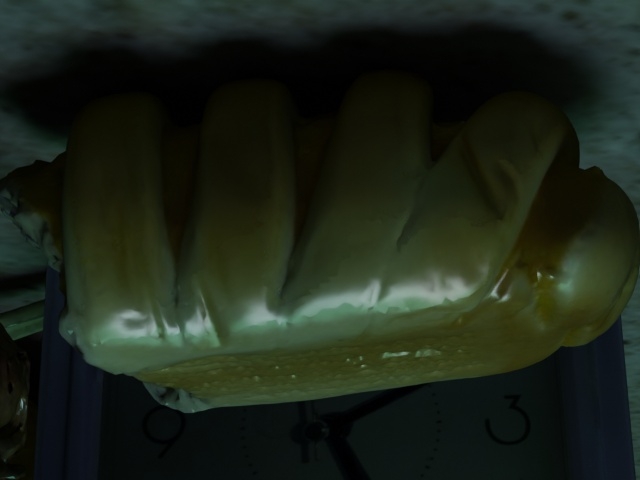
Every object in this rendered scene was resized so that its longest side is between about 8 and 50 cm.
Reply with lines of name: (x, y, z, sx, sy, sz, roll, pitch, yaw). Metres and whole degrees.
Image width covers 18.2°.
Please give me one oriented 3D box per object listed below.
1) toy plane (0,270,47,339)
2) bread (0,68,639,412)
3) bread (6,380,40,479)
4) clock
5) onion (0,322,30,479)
toy plane: (-0.208, 0.061, 0.721, 0.229, 0.092, 0.244, -11, 161, -18)
bread: (0.000, 0.000, 0.561, 0.177, 0.084, 0.119, -4, 162, 5)
bread: (-0.151, 0.157, 0.793, 0.120, 0.236, 0.198, 36, 159, -32)
clock: (0.006, 0.067, 0.664, 0.193, 0.145, 0.073, -3, 149, 3)
onion: (-0.217, 0.070, 0.496, 0.281, 0.221, 0.281, -34, 156, -17)
